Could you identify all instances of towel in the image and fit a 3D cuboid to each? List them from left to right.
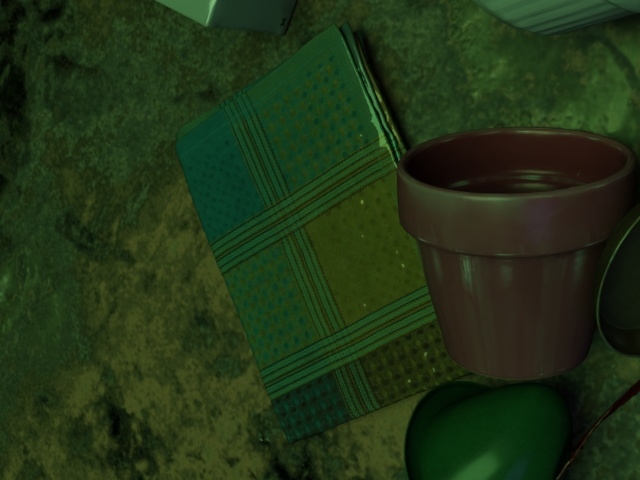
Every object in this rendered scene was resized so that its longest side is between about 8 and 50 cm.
[{"bbox_3d":[0.000,0.000,1.169,0.271,0.040,0.370,-27,81,34],"label":"towel"}]

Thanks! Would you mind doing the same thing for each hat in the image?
[{"bbox_3d":[0.194,0.153,0.950,0.173,0.208,0.183,36,135,-5],"label":"hat"}]

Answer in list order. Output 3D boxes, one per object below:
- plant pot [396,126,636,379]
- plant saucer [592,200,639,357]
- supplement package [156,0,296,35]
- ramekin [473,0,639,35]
[{"bbox_3d":[0.170,0.012,0.973,0.201,0.201,0.180,10,116,33],"label":"plant pot"},{"bbox_3d":[0.282,0.017,0.911,0.029,0.168,0.168,44,118,47],"label":"plant saucer"},{"bbox_3d":[-0.143,-0.324,1.175,0.244,0.139,0.134,30,111,27],"label":"supplement package"},{"bbox_3d":[0.184,-0.290,0.892,0.127,0.272,0.273,-22,82,45],"label":"ramekin"}]
